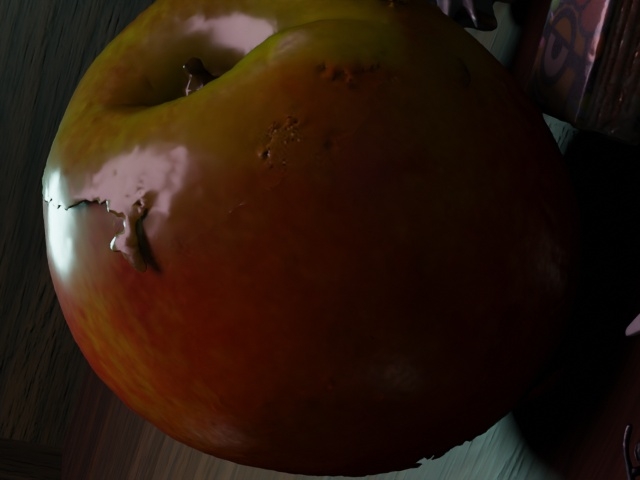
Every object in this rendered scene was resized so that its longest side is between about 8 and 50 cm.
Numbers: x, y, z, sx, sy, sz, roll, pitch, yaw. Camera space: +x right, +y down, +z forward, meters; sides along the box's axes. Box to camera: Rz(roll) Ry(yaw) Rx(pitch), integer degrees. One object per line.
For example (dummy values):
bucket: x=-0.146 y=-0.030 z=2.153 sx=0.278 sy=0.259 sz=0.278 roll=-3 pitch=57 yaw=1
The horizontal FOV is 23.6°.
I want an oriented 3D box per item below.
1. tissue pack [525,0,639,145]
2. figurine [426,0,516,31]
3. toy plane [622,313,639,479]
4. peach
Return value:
tissue pack: x=0.190 y=-0.146 z=1.018 sx=0.108 sy=0.060 sz=0.148 roll=-135 pitch=58 yaw=-72
figurine: x=0.078 y=-0.297 z=1.239 sx=0.248 sy=0.277 sz=0.388 roll=18 pitch=-93 yaw=-81
toy plane: x=0.201 y=0.090 z=0.806 sx=0.078 sy=0.053 sz=0.197 roll=-52 pitch=29 yaw=42
peach: x=0.000 y=0.000 z=1.027 sx=0.370 sy=0.370 sz=0.370 roll=-167 pitch=90 yaw=-76
